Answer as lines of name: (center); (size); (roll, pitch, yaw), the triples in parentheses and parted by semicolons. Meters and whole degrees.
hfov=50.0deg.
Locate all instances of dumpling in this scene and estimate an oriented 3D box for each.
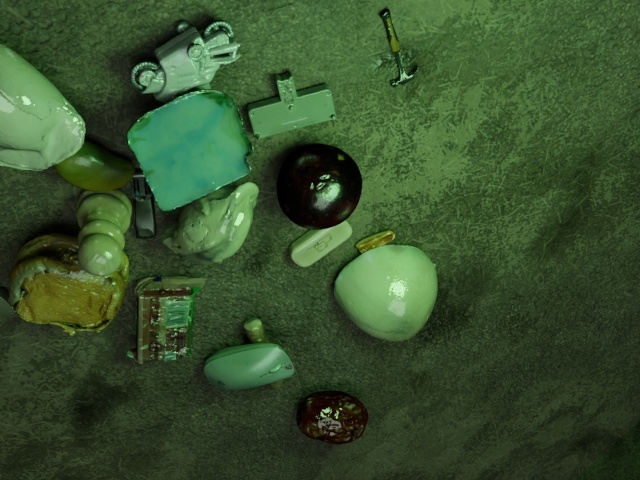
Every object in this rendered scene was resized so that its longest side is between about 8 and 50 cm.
dumpling: (-0.717, -0.294, 1.506); (0.260, 0.181, 0.341); (-33, 149, 21)
dumpling: (-0.249, -0.043, 1.775); (0.318, 0.187, 0.243); (-27, 172, 31)

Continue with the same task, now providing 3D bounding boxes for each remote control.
remote control: (-0.465, -0.091, 1.803); (0.059, 0.028, 0.212); (-4, 126, -13)

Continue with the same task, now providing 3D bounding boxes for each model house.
model house: (-0.310, -0.217, 1.664); (0.261, 0.241, 0.226); (-26, 96, -9)

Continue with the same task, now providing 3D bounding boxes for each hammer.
hammer: (0.189, -0.478, 1.697); (0.078, 0.021, 0.201); (-22, 129, 2)

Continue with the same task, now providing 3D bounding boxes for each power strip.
power strip: (-0.077, -0.342, 1.702); (0.215, 0.061, 0.145); (-17, 128, -3)
power strip: (-0.962, 0.216, 1.884); (0.286, 0.048, 0.080); (-24, 125, 4)

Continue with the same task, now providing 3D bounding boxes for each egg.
egg: (0.223, 0.182, 2.062); (0.337, 0.201, 0.337); (-11, 133, -13)

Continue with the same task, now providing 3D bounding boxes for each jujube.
jujube: (0.043, 0.607, 2.361); (0.243, 0.183, 0.183); (15, 121, -15)

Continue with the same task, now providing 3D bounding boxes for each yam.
yam: (-0.178, 0.357, 2.182); (0.066, 0.066, 0.300); (-19, 128, 0)

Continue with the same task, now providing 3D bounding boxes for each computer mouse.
computer mouse: (-0.229, 0.404, 2.131); (0.288, 0.097, 0.159); (-9, 126, 22)

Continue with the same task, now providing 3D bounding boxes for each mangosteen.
mangosteen: (-0.001, -0.134, 1.798); (0.228, 0.228, 0.265); (-23, 169, 2)

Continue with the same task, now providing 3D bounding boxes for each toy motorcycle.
toy motorcycle: (-0.302, -0.398, 1.586); (0.260, 0.110, 0.171); (-30, 143, -1)

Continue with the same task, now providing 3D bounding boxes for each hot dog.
hot dog: (0.164, 0.000, 2.031); (0.133, 0.041, 0.056); (-25, 128, 13)

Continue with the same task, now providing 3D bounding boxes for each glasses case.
glasses case: (0.000, 0.000, 1.976); (0.196, 0.050, 0.083); (-37, 124, 13)

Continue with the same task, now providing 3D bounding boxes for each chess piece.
chess piece: (-0.543, -0.015, 1.694); (0.142, 0.261, 0.143); (-6, 128, -7)

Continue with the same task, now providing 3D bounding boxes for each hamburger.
hamburger: (-0.665, 0.114, 1.813); (0.318, 0.158, 0.319); (-6, 134, -6)

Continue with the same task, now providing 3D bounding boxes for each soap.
soap: (-0.450, 0.231, 1.997); (0.217, 0.098, 0.273); (1, 125, -15)

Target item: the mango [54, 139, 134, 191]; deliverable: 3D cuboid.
mango: (-0.561, -0.176, 1.681); (0.191, 0.085, 0.122); (29, 111, -29)
